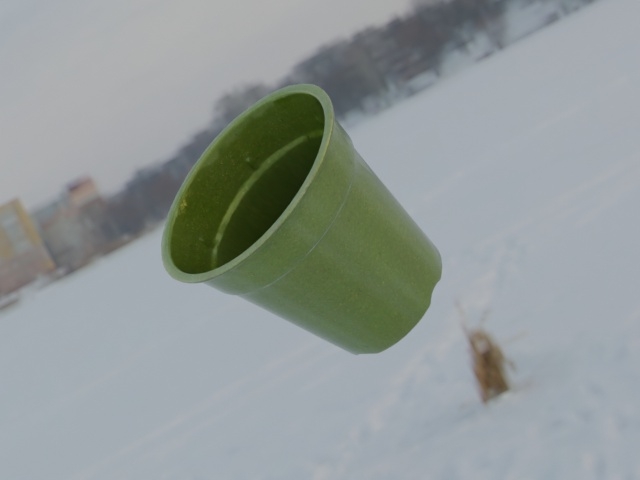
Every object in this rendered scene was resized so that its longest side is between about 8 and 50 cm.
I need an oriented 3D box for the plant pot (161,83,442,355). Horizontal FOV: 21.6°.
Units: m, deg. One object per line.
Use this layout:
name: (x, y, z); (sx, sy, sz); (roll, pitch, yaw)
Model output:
plant pot: (0.000, 0.000, 0.601); (0.083, 0.079, 0.083); (-35, 34, 28)
